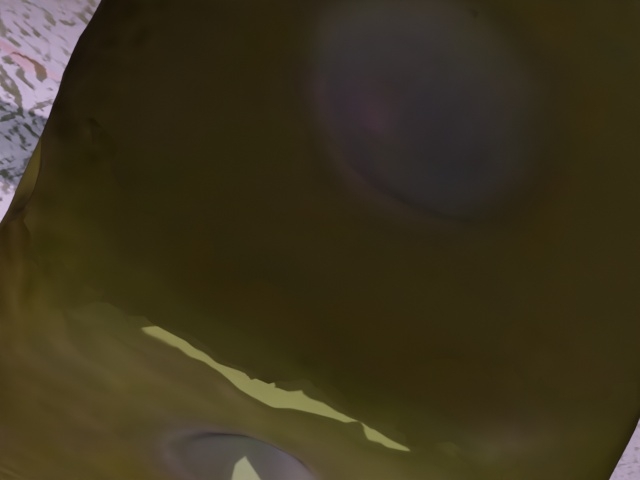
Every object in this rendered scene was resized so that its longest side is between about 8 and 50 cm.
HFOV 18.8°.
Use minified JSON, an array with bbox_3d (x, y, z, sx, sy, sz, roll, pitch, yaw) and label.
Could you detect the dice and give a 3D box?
[{"bbox_3d":[0.000,0.000,0.744,0.227,0.238,0.233,24,152,-7],"label":"dice"}]
